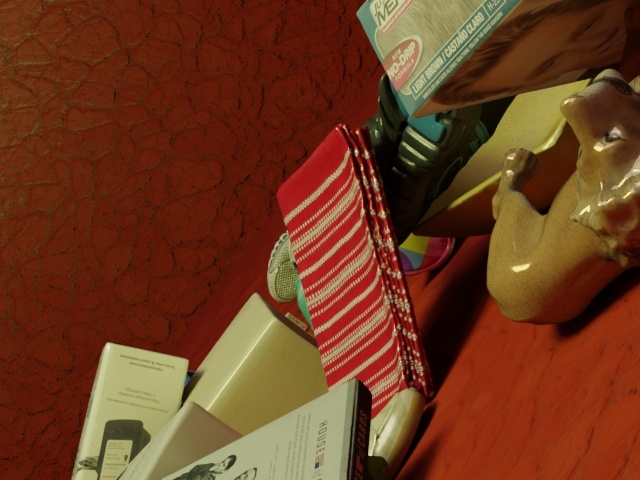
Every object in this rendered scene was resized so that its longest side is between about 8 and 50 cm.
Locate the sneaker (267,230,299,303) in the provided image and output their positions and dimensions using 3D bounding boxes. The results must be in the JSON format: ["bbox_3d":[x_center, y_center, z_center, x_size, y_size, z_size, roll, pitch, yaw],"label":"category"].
[{"bbox_3d":[0.000,0.000,2.608,0.225,0.088,0.093,-52,9,15],"label":"sneaker"}]

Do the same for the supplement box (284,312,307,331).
[{"bbox_3d":[-0.063,0.153,2.484,0.062,0.036,0.098,-44,12,54],"label":"supplement box"}]

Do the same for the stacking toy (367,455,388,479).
[{"bbox_3d":[-0.048,0.264,1.540,0.167,0.052,0.221,-1,52,51],"label":"stacking toy"}]

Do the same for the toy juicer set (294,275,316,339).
[{"bbox_3d":[0.039,0.027,2.245,0.209,0.089,0.329,-54,-5,-39],"label":"toy juicer set"}]

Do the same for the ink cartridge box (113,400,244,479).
[{"bbox_3d":[-0.208,0.385,1.805,0.395,0.166,0.285,-47,9,43],"label":"ink cartridge box"}]

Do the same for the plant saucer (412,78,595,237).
[{"bbox_3d":[0.252,-0.148,1.745,0.333,0.081,0.333,-57,8,-22],"label":"plant saucer"}]

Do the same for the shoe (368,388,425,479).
[{"bbox_3d":[0.015,0.216,1.616,0.219,0.058,0.076,-54,7,-4],"label":"shoe"}]

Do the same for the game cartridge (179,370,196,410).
[{"bbox_3d":[-0.189,0.288,2.379,0.355,0.068,0.230,180,108,-81],"label":"game cartridge"}]

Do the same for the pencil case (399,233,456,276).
[{"bbox_3d":[0.104,-0.036,2.068,0.104,0.104,0.236,-51,5,18],"label":"pencil case"}]

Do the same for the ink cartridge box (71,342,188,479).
[{"bbox_3d":[-0.228,0.247,2.097,0.172,0.100,0.237,141,142,-79],"label":"ink cartridge box"}]

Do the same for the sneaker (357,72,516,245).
[{"bbox_3d":[0.100,-0.086,1.785,0.139,0.125,0.341,-26,-12,-31],"label":"sneaker"}]

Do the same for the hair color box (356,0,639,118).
[{"bbox_3d":[0.220,-0.206,1.428,0.347,0.105,0.174,-15,-20,-34],"label":"hair color box"}]

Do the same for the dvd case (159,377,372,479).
[{"bbox_3d":[-0.061,0.230,1.525,0.238,0.029,0.179,-29,31,26],"label":"dvd case"}]

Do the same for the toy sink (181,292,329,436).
[{"bbox_3d":[-0.055,0.167,2.011,0.153,0.131,0.234,-53,9,-1],"label":"toy sink"}]

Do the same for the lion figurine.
[{"bbox_3d":[0.207,-0.023,1.360,0.392,0.142,0.240,112,-179,-57],"label":"lion figurine"}]

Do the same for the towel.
[{"bbox_3d":[0.026,0.044,1.758,0.031,0.275,0.199,-7,-16,-25],"label":"towel"}]
